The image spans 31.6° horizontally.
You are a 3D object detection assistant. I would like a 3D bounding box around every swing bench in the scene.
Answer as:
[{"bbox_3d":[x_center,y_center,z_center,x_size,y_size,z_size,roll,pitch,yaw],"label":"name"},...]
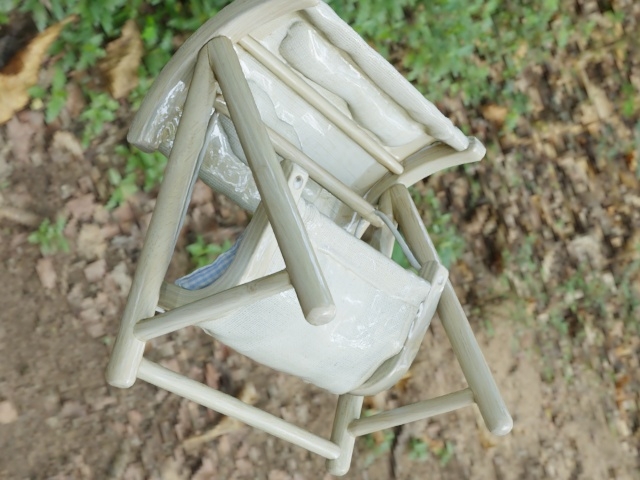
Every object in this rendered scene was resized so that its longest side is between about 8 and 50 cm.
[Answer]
[{"bbox_3d":[0.000,0.000,0.791,0.253,0.165,0.255,34,44,-47],"label":"swing bench"}]
